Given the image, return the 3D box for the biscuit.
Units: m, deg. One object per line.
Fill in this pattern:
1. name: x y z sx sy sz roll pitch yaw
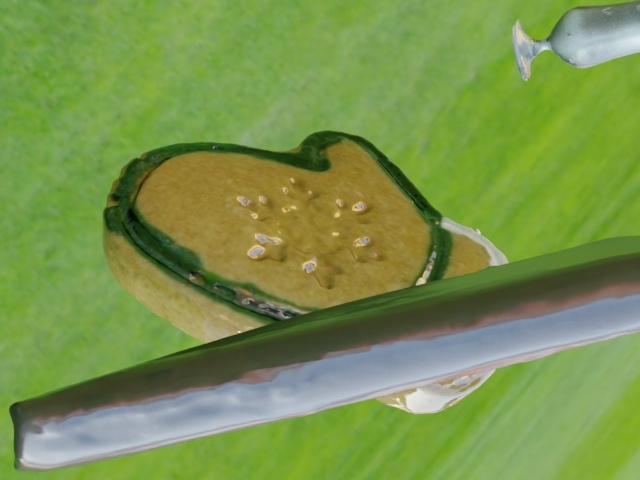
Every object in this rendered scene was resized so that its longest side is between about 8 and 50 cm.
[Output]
1. biscuit: 0.001 -0.001 1.180 0.287 0.343 0.057 -60 170 -51

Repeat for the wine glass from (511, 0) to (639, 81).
1. wine glass: 0.152 -0.116 0.824 0.042 0.083 0.039 23 62 -67

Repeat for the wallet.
1. wallet: 0.023 0.046 0.623 0.309 0.042 0.165 -14 178 -9
